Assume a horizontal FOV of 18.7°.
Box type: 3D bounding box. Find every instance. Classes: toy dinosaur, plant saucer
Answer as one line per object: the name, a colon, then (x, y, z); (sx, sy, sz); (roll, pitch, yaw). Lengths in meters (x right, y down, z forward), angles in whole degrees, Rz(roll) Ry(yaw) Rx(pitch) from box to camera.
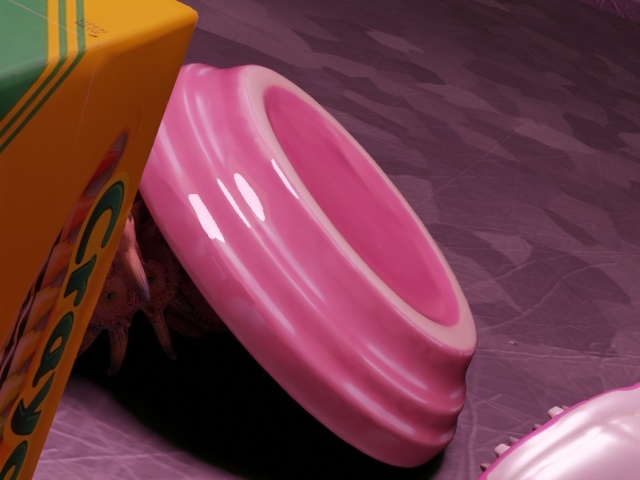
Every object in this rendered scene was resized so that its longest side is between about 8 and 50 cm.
toy dinosaur: (-0.113, 0.016, 1.356); (0.295, 0.127, 0.200); (22, 23, -50)
plant saucer: (0.000, 0.000, 1.345); (0.332, 0.084, 0.332); (46, 16, -17)

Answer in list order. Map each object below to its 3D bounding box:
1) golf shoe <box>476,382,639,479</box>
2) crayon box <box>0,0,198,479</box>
golf shoe: (0.191, 0.138, 0.901); (0.306, 0.115, 0.140); (-5, 32, -38)
crayon box: (-0.201, 0.078, 0.733); (0.106, 0.363, 0.313); (27, 21, 12)
